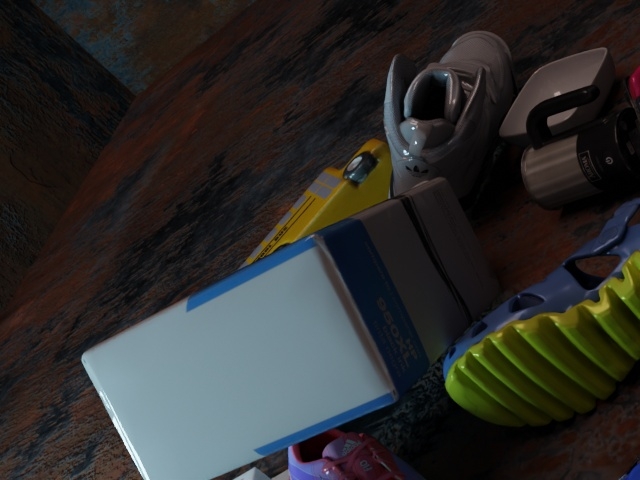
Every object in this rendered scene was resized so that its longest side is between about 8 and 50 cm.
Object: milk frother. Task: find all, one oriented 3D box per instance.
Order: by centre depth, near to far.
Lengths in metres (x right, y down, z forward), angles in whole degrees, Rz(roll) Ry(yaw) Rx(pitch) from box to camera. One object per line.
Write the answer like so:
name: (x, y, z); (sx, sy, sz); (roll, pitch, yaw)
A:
milk frother: (0.323, -0.115, 1.178); (0.143, 0.129, 0.135); (-9, -7, -42)

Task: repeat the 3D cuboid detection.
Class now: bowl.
bowl: (0.315, -0.177, 1.323); (0.142, 0.053, 0.142); (-8, 45, 56)

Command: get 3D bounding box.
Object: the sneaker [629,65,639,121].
sneaker: (0.380, -0.087, 0.985); (0.121, 0.112, 0.299); (-42, 24, 12)

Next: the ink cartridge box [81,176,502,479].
ink cartridge box: (-0.005, 0.084, 1.072); (0.286, 0.166, 0.395); (-27, -1, 26)

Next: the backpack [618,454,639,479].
backpack: (0.247, 0.218, 0.739); (0.120, 0.101, 0.098); (-46, 16, 11)

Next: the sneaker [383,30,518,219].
sneaker: (0.182, -0.193, 1.354); (0.138, 0.210, 0.365); (13, 57, 17)

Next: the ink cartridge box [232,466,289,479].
ink cartridge box: (-0.099, 0.341, 1.191); (0.104, 0.061, 0.181); (-34, 26, 27)

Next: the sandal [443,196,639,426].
sandal: (0.255, 0.062, 0.962); (0.317, 0.126, 0.138); (-33, 23, 17)

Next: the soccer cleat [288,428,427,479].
soccer cleat: (0.054, 0.247, 0.975); (0.109, 0.116, 0.318); (-22, 11, -24)

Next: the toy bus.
toy bus: (0.000, 0.000, 1.520); (0.332, 0.108, 0.130); (-49, 21, -4)
